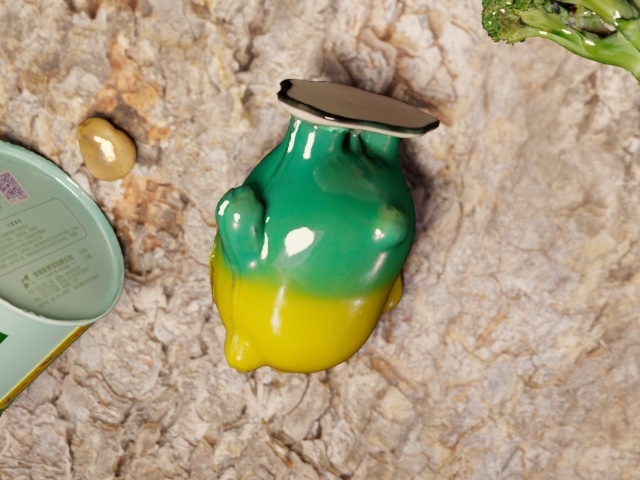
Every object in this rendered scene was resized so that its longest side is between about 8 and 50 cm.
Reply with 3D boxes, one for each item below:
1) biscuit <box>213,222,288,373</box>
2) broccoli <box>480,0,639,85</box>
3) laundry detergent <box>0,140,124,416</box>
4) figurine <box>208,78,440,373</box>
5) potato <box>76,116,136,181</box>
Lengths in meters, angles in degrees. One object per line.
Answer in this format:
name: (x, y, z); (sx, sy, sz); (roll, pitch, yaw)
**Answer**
biscuit: (-0.062, 0.063, 1.585); (0.144, 0.040, 0.236); (-21, 104, 17)
broccoli: (0.297, -0.279, 1.172); (0.308, 0.308, 0.275); (-38, 61, 28)
laundry detergent: (-0.455, 0.073, 1.571); (0.287, 0.287, 0.305); (45, 118, -6)
figurine: (0.000, 0.000, 1.412); (0.231, 0.324, 0.340); (32, 116, 40)
potato: (-0.276, -0.117, 1.553); (0.068, 0.062, 0.083); (-36, 126, 0)
